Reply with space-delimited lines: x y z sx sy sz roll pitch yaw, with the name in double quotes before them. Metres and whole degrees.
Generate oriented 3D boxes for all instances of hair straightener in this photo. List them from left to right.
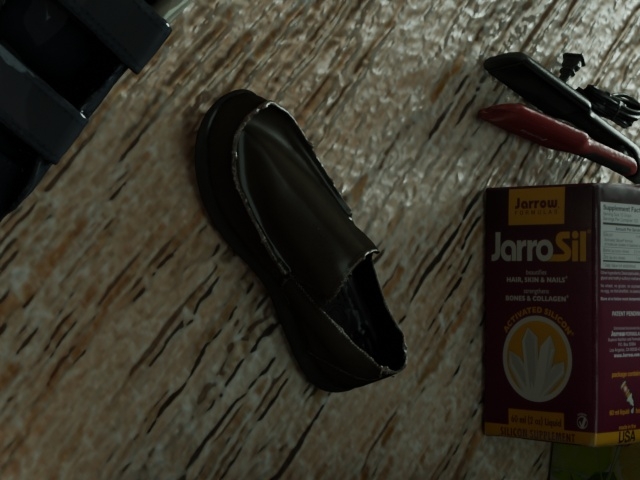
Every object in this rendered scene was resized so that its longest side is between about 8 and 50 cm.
"hair straightener" 0.215 -0.107 1.108 0.230 0.047 0.089 16 73 -36

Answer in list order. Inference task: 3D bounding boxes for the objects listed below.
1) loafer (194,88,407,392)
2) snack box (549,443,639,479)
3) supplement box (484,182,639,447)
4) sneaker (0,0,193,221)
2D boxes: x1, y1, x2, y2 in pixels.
"loafer" 0.000 0.000 0.882 0.080 0.078 0.220 -47 121 -34
"snack box" 0.254 0.239 1.059 0.070 0.174 0.207 14 79 -42
"supplement box" 0.184 0.053 1.043 0.080 0.104 0.188 2 88 -44
"sneaker" -0.147 -0.121 0.711 0.126 0.127 0.321 39 65 -38
